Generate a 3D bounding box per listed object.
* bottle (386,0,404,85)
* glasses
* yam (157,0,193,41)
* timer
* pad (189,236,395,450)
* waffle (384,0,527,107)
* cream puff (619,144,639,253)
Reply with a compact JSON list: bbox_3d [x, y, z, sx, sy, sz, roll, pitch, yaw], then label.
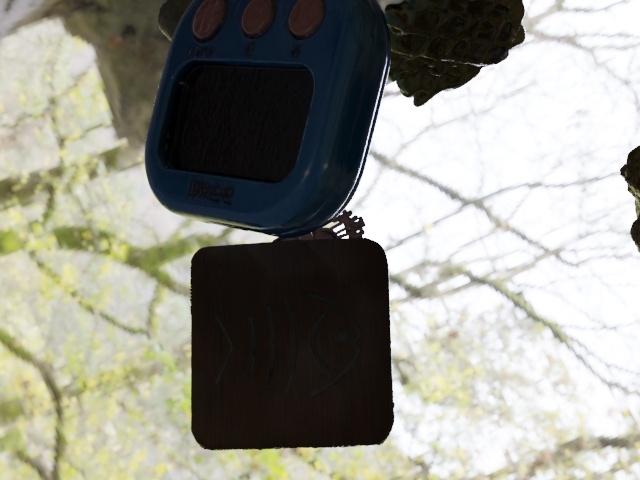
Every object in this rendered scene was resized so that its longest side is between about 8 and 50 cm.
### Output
[{"bbox_3d":[0.120,-0.311,1.855,0.270,0.083,0.083,128,-61,-74],"label":"bottle"},{"bbox_3d":[0.007,0.004,1.953,0.255,0.162,0.095,-112,-166,-49],"label":"glasses"},{"bbox_3d":[-0.198,-0.353,2.157,0.194,0.107,0.107,45,-17,23],"label":"yam"},{"bbox_3d":[-0.067,-0.164,1.450,0.340,0.115,0.309,10,-96,46],"label":"timer"},{"bbox_3d":[-0.042,0.142,1.665,0.018,0.284,0.287,35,53,-75],"label":"pad"},{"bbox_3d":[0.171,-0.266,1.542,0.054,0.204,0.223,64,0,33],"label":"waffle"},{"bbox_3d":[0.445,-0.052,1.309,0.244,0.244,0.196,83,9,-63],"label":"cream puff"}]
